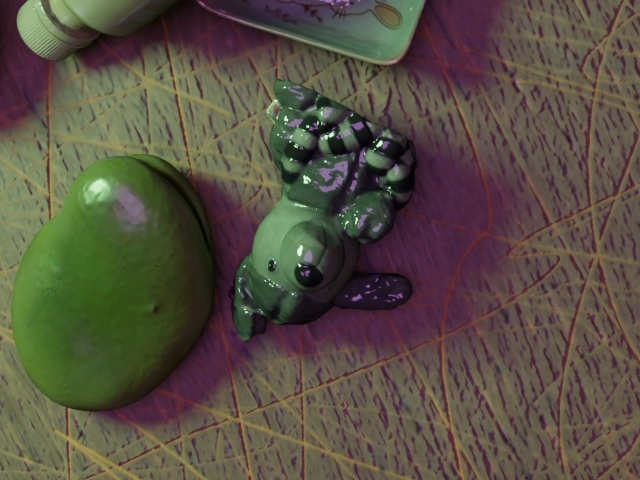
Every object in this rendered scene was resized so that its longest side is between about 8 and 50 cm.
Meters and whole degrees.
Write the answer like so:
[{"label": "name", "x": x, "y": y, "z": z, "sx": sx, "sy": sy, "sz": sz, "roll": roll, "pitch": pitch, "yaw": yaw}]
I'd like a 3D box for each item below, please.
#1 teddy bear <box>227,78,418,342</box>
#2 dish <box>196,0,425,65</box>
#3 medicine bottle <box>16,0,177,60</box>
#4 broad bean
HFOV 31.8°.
[{"label": "teddy bear", "x": 0.015, "y": -0.011, "z": 1.043, "sx": 0.171, "sy": 0.144, "sz": 0.251, "roll": 10, "pitch": 95, "yaw": -8}, {"label": "dish", "x": 0.002, "y": -0.259, "z": 1.070, "sx": 0.212, "sy": 0.077, "sz": 0.151, "roll": 18, "pitch": 91, "yaw": 7}, {"label": "medicine bottle", "x": -0.186, "y": -0.252, "z": 1.038, "sx": 0.252, "sy": 0.114, "sz": 0.114, "roll": -28, "pitch": 88, "yaw": 36}, {"label": "broad bean", "x": -0.197, "y": 0.043, "z": 1.089, "sx": 0.189, "sy": 0.121, "sz": 0.263, "roll": 27, "pitch": 108, "yaw": 0}]
